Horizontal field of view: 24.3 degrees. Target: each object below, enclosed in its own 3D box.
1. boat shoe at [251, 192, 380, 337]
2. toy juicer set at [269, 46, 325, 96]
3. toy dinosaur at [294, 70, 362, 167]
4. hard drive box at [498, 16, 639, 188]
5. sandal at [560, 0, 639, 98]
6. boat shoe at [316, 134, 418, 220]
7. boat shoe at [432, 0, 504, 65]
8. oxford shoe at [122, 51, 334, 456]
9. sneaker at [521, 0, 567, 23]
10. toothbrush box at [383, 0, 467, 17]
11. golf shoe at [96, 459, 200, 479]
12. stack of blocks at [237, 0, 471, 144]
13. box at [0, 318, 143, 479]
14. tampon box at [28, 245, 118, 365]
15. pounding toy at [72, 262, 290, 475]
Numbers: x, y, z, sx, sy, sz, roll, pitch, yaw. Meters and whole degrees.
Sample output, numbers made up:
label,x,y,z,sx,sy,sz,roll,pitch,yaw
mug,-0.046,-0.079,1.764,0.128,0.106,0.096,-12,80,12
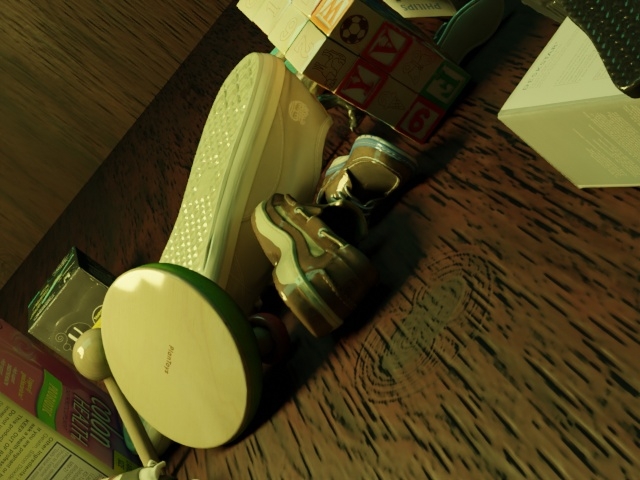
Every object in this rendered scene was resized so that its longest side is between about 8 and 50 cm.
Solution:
label,x,y,z,sx,sy,sz,roll,pitch,yaw
boat shoe,0.005,0.006,1.387,0.095,0.095,0.257,-39,24,6
toy juicer set,-0.006,-0.253,1.995,0.209,0.089,0.329,-46,5,9
toy dinosaur,-0.021,-0.148,1.737,0.268,0.118,0.064,-45,17,17
hard drive box,0.243,-0.131,0.979,0.181,0.089,0.232,-54,16,-9
sandal,0.193,-0.142,0.924,0.067,0.040,0.179,-49,29,30
boat shoe,0.042,-0.051,1.450,0.066,0.066,0.183,-61,7,-15
boat shoe,0.143,-0.209,1.543,0.125,0.046,0.038,-55,18,21
oxford shoe,-0.092,0.021,1.571,0.169,0.130,0.449,-6,62,62
sneaker,0.254,-0.269,1.224,0.131,0.112,0.319,-57,17,-8
toothbrush box,0.119,-0.410,1.785,0.216,0.126,0.295,7,57,43
golf shoe,-0.178,0.257,1.346,0.120,0.105,0.273,-38,15,-19
stack of blocks,0.007,-0.231,1.534,0.087,0.171,0.297,-54,38,12
box,-0.314,0.198,1.553,0.117,0.243,0.213,-50,14,6
tampon box,-0.353,0.097,2.173,0.120,0.101,0.161,-52,16,2
pounding toy,-0.117,0.103,1.412,0.110,0.183,0.237,-31,-8,-45
